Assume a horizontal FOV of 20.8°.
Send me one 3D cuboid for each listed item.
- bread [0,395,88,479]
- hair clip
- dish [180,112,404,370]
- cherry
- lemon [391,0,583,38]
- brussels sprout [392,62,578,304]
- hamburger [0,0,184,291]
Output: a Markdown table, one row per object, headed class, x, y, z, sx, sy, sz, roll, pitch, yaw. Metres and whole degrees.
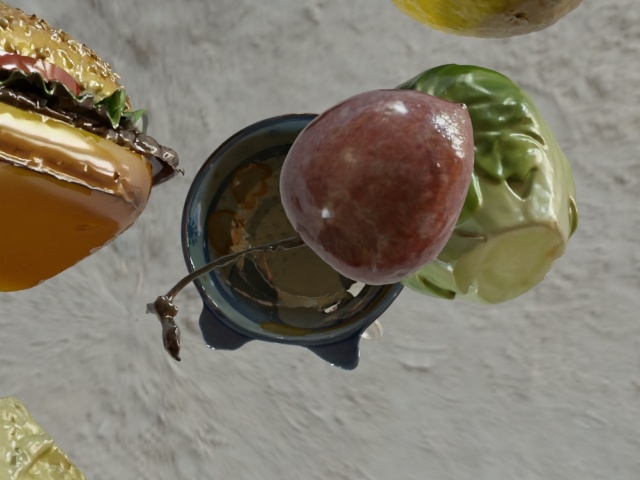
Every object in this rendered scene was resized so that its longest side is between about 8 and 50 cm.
| class | x | y | z | sx | sy | sz | roll | pitch | yaw |
| --- | --- | --- | --- | --- | --- | --- | --- | --- | --- |
| bread | -0.182 | 0.252 | 0.967 | 0.263 | 0.236 | 0.198 | 50 | 127 | -1 |
| hair clip | 0.008 | 0.062 | 1.653 | 0.034 | 0.226 | 0.072 | 8 | 91 | 27 |
| dish | -0.007 | 0.010 | 1.501 | 0.236 | 0.086 | 0.228 | -29 | 76 | -4 |
| cherry | 0.000 | 0.000 | 0.996 | 0.225 | 0.090 | 0.107 | -45 | 74 | 15 |
| lemon | 0.122 | -0.251 | 1.350 | 0.188 | 0.257 | 0.188 | -20 | 124 | -33 |
| brussels sprout | 0.098 | -0.034 | 1.256 | 0.161 | 0.144 | 0.180 | -27 | 51 | 16 |
| hamburger | -0.149 | -0.042 | 0.675 | 0.166 | 0.137 | 0.087 | 21 | 51 | -45 |
